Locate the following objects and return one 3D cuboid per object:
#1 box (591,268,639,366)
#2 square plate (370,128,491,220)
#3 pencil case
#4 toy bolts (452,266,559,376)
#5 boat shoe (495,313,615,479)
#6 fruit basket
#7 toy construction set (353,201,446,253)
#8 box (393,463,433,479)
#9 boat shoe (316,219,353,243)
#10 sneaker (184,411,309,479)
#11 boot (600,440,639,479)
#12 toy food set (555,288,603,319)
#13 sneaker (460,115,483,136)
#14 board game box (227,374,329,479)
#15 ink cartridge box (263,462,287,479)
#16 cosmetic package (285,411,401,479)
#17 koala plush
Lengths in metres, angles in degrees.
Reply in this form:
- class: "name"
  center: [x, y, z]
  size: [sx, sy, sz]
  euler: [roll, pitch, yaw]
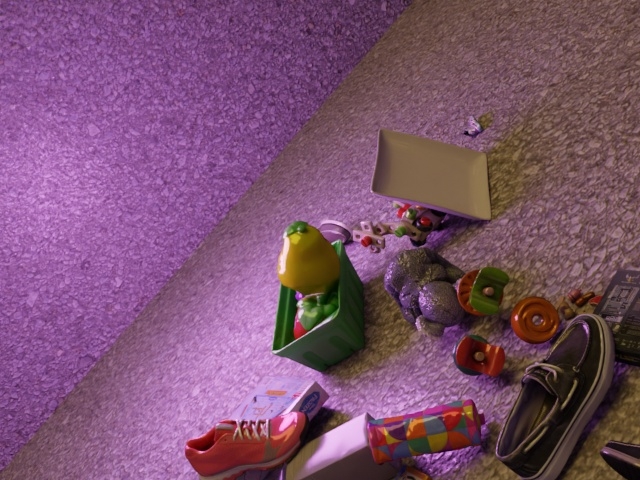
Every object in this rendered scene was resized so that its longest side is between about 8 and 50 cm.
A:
- class: "box"
  center: [0.620, 0.146, 1.288]
  size: [0.183, 0.059, 0.233]
  euler: [-54, 26, -17]
- class: "square plate"
  center: [0.322, -0.189, 2.043]
  size: [0.347, 0.344, 0.049]
  euler: [-78, 2, -49]
- class: "pencil case"
  center: [0.215, 0.389, 1.414]
  size: [0.236, 0.104, 0.104]
  euler: [-13, 33, 12]
- class: "toy bolts"
  center: [0.380, 0.195, 1.524]
  size: [0.158, 0.218, 0.228]
  euler: [95, -161, -82]
- class: "boat shoe"
  center: [0.425, 0.272, 1.259]
  size: [0.121, 0.119, 0.335]
  euler: [-2, 58, 61]
- class: "fruit basket"
  center: [-0.035, 0.129, 1.969]
  size: [0.283, 0.392, 0.392]
  euler: [-34, 27, 23]
- class: "toy construction set"
  center: [0.247, -0.083, 2.042]
  size: [0.327, 0.215, 0.151]
  euler: [-47, -22, -32]
- class: "box"
  center: [0.167, 0.532, 1.428]
  size: [0.136, 0.028, 0.081]
  euler: [-52, 25, -19]
- class: "boat shoe"
  center: [0.003, 0.003, 2.417]
  size: [0.305, 0.109, 0.091]
  euler: [-15, 38, 58]
- class: "sneaker"
  center: [-0.177, 0.465, 1.609]
  size: [0.314, 0.136, 0.116]
  euler: [-27, 28, 13]
- class: "boot"
  center: [0.575, 0.310, 1.076]
  size: [0.236, 0.085, 0.178]
  euler: [6, 52, 52]
- class: "toy food set"
  center: [0.547, 0.133, 1.470]
  size: [0.122, 0.019, 0.078]
  euler: [-9, 43, 52]
- class: "sneaker"
  center: [0.495, -0.375, 2.319]
  size: [0.069, 0.038, 0.098]
  euler: [-37, 25, 15]
- class: "board game box"
  center: [-0.163, 0.500, 1.845]
  size: [0.318, 0.066, 0.319]
  euler: [-47, 15, -24]
- class: "ink cartridge box"
  center: [-0.115, 0.632, 1.653]
  size: [0.127, 0.072, 0.175]
  euler: [-35, 26, 20]
- class: "cosmetic package"
  center: [0.050, 0.495, 1.551]
  size: [0.238, 0.127, 0.107]
  euler: [-33, 27, 20]
- class: "koala plush"
  center: [0.275, 0.137, 1.712]
  size: [0.196, 0.203, 0.221]
  euler: [-43, 36, 6]
